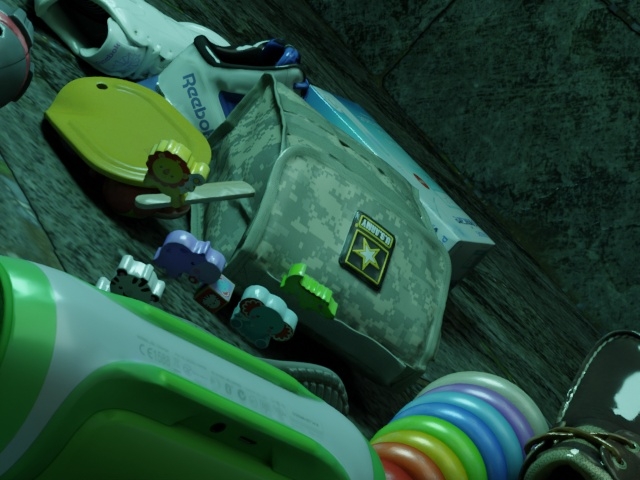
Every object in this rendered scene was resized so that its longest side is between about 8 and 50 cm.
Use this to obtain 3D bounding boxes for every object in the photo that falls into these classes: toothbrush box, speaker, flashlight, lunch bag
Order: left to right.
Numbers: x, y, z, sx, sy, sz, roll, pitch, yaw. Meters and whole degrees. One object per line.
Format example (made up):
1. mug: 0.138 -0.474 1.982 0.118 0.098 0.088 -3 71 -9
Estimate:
1. flashlight: -0.267 -0.106 0.999 0.103 0.103 0.304 33 14 -20
2. speaker: -0.093 0.112 0.762 0.296 0.131 0.131 32 17 -42
3. lunch bag: 0.000 0.000 1.347 0.235 0.169 0.287 35 21 -26
4. toothbrush box: 0.076 -0.057 1.862 0.295 0.126 0.216 48 13 16

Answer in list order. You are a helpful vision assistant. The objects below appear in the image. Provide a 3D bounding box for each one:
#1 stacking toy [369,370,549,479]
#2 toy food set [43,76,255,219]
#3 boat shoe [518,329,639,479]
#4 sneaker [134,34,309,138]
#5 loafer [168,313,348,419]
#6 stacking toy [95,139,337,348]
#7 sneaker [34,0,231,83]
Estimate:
1. stacking toy: 0.082 0.191 1.065 0.141 0.141 0.330 46 17 14
2. toy food set: -0.173 -0.068 1.266 0.128 0.071 0.218 -14 45 -36
3. boat shoe: 0.222 0.201 1.093 0.123 0.123 0.342 55 46 -41
4. sneaker: -0.053 -0.120 1.530 0.315 0.182 0.127 38 15 -21
5. loafer: -0.090 0.109 0.925 0.087 0.094 0.251 -5 -20 43
6. stacking toy: -0.073 0.038 1.107 0.221 0.052 0.167 40 36 -19
7. sneaker: -0.211 -0.214 1.586 0.305 0.114 0.152 34 29 -21
